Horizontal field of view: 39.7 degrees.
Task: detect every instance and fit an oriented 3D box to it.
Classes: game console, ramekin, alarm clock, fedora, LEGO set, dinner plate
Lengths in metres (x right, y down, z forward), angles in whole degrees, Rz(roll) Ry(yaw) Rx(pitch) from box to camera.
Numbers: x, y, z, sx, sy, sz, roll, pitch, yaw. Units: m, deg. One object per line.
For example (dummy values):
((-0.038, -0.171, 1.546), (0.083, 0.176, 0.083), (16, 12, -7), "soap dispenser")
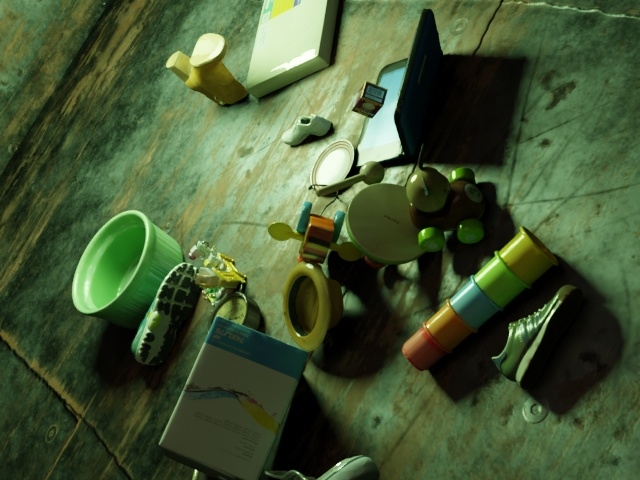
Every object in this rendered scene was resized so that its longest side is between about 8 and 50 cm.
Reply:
((0.157, -0.333, 1.974), (0.173, 0.250, 0.293), (8, 67, 19), "game console")
((-0.505, 0.086, 2.359), (0.303, 0.148, 0.303), (-26, 47, 31), "ramekin")
((-0.191, 0.200, 2.023), (0.129, 0.064, 0.192), (-40, 38, 18), "alarm clock")
((-0.007, 0.134, 1.843), (0.194, 0.079, 0.194), (9, 101, 56), "fedora")
((-0.258, 0.103, 2.108), (0.107, 0.132, 0.287), (-55, 16, 9), "LEGO set")
((0.031, -0.173, 2.096), (0.141, 0.017, 0.141), (-29, 45, 34), "dinner plate")

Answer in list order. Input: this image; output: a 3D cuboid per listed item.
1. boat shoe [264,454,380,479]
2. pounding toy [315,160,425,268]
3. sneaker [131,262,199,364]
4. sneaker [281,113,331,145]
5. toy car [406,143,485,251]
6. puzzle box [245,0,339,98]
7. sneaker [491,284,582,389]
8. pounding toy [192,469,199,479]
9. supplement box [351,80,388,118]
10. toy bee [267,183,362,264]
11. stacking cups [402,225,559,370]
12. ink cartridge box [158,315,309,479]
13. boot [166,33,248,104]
((-0.055, 0.480, 1.623), (0.367, 0.136, 0.156), (-48, 53, 20), "boat shoe")
((0.117, -0.033, 1.826), (0.183, 0.110, 0.237), (-32, 70, -25), "pounding toy")
((-0.400, 0.176, 2.225), (0.110, 0.107, 0.275), (14, 74, 56), "sneaker")
((-0.047, -0.284, 2.226), (0.152, 0.061, 0.053), (-17, 54, 39), "sneaker")
((0.225, -0.097, 1.691), (0.149, 0.188, 0.155), (-13, 54, 16), "toy car")
((-0.067, -0.611, 2.487), (0.272, 0.052, 0.408), (-17, 52, 38), "puzzle box")
((0.357, 0.149, 1.496), (0.086, 0.064, 0.192), (29, 88, 46), "sneaker")
((-0.227, 0.435, 1.861), (0.130, 0.100, 0.141), (22, 80, 51), "pounding toy")
((0.108, -0.309, 1.952), (0.083, 0.055, 0.043), (134, 153, -71), "supplement box")
((0.000, 0.000, 1.925), (0.195, 0.298, 0.162), (22, 110, 17), "toy bee")
((0.279, 0.116, 1.583), (0.316, 0.096, 0.096), (-46, 39, 14), "stacking cups")
((-0.167, 0.324, 1.735), (0.198, 0.197, 0.270), (108, -176, -69), "ink cartridge box")
((-0.278, -0.468, 2.471), (0.295, 0.211, 0.104), (-2, 63, 52), "boot")
